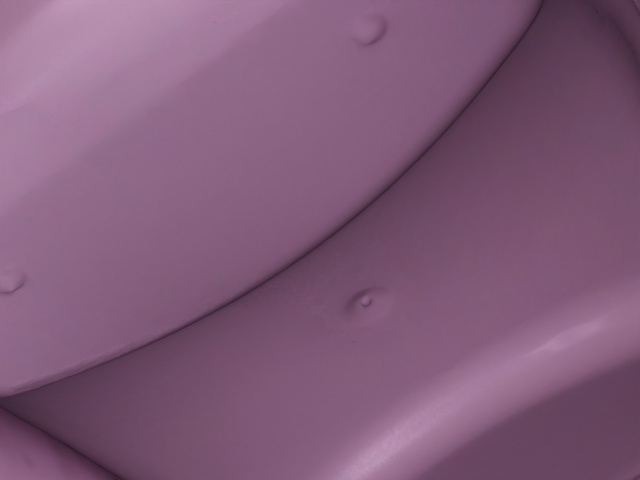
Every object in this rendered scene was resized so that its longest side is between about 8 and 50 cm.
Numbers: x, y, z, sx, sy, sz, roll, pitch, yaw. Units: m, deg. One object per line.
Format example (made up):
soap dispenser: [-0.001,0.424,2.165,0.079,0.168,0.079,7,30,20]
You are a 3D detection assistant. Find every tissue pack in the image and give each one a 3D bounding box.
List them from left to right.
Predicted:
tissue pack: [-0.017,-0.047,0.496,0.333,0.229,0.236,45,14,-48]

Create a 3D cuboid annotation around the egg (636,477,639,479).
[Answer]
egg: [0.215,0.092,1.048,0.283,0.283,0.345,53,22,-12]
